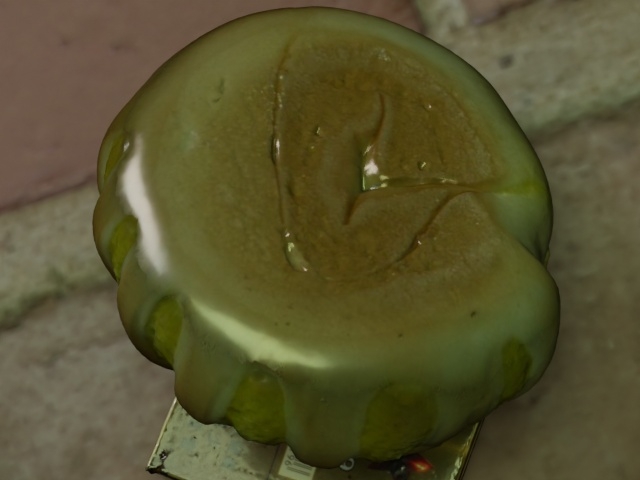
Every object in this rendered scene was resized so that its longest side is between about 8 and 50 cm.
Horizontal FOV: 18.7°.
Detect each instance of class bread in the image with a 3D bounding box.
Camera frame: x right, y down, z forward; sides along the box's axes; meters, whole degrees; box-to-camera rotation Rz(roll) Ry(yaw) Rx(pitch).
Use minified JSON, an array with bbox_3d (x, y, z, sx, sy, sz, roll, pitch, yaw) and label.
[{"bbox_3d":[0.000,0.000,0.821,0.213,0.105,0.213,7,55,-11],"label":"bread"}]

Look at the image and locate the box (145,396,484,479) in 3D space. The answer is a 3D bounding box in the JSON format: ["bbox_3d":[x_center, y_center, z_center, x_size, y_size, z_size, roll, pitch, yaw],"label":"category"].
[{"bbox_3d":[0.000,0.083,0.860,0.133,0.023,0.090,18,80,11],"label":"box"}]
